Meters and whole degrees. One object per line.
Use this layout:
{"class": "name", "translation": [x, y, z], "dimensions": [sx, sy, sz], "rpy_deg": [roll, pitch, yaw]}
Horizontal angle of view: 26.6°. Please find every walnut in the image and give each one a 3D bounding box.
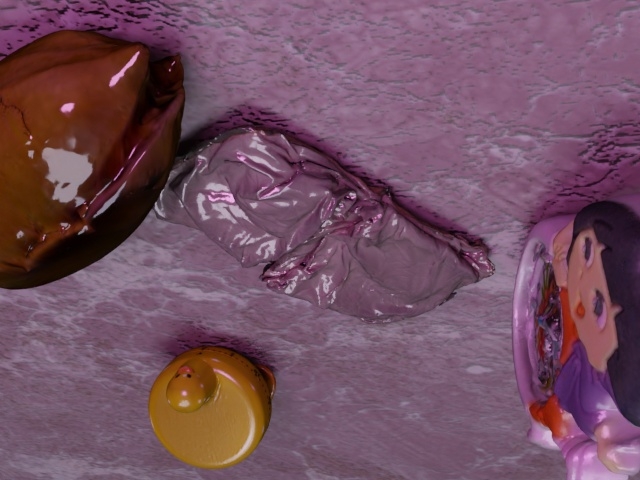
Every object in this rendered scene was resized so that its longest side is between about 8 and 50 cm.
{"class": "walnut", "translation": [-0.163, -0.046, 0.817], "dimensions": [0.137, 0.137, 0.245], "rpy_deg": [23, 146, -26]}

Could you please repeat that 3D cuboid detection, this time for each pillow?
{"class": "pillow", "translation": [0.000, 0.000, 0.942], "dimensions": [0.248, 0.049, 0.135], "rpy_deg": [27, 141, -36]}

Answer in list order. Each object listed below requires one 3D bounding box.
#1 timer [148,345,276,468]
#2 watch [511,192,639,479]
{"class": "timer", "translation": [-0.097, 0.144, 1.154], "dimensions": [0.107, 0.109, 0.107], "rpy_deg": [4, 108, 13]}
{"class": "watch", "translation": [0.256, 0.062, 0.867], "dimensions": [0.231, 0.196, 0.244], "rpy_deg": [4, 147, -9]}
